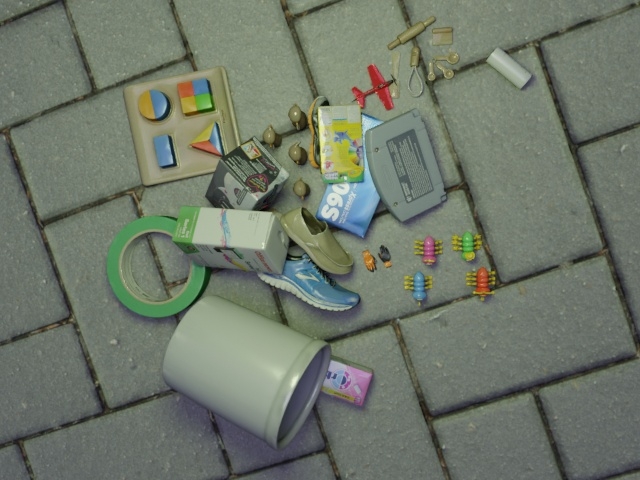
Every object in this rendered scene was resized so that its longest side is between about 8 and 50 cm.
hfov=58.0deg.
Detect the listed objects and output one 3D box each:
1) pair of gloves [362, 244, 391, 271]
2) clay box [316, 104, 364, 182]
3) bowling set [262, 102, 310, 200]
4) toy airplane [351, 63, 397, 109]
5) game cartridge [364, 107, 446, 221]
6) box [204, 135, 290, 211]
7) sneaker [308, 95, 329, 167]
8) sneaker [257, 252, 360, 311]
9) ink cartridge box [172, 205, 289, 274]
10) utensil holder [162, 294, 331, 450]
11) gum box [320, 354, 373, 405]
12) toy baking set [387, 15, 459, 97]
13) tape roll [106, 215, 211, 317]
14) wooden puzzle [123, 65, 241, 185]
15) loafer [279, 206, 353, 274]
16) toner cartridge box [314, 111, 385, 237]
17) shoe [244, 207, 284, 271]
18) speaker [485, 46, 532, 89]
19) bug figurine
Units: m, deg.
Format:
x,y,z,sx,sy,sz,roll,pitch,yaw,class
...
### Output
x,y,z,sx,sy,sz,roll,pitch,yaw,class
0.177,0.057,1.801,0.083,0.010,0.074,-19,91,6,pair of gloves
0.058,-0.280,1.690,0.127,0.053,0.222,-3,93,-5,clay box
-0.133,-0.256,1.743,0.200,0.154,0.287,-6,92,6,bowling set
0.160,-0.461,1.762,0.151,0.028,0.151,1,96,8,toy airplane
0.244,-0.215,1.697,0.196,0.060,0.294,-27,109,-15,game cartridge
-0.220,-0.157,1.695,0.163,0.247,0.142,48,61,2,box
0.017,-0.329,1.750,0.083,0.084,0.215,8,105,37,sneaker
-0.025,0.110,1.765,0.330,0.130,0.147,24,97,4,sneaker
-0.251,0.001,1.664,0.278,0.201,0.117,5,68,14,ink cartridge box
-0.209,0.366,1.672,0.385,0.327,0.327,23,95,17,utensil holder
0.059,0.429,1.805,0.188,0.062,0.107,18,94,5,gum box
0.299,-0.550,1.746,0.256,0.030,0.197,-27,90,7,toy baking set
-0.513,0.081,1.838,0.321,0.077,0.321,0,93,5,tape roll
-0.437,-0.359,1.805,0.348,0.080,0.322,-11,92,6,wooden puzzle
0.000,0.000,1.726,0.268,0.102,0.092,38,128,-10,loafer
0.124,-0.198,1.760,0.165,0.075,0.348,22,95,3,toner cartridge box
-0.177,0.007,1.800,0.058,0.076,0.219,29,93,9,shoe
0.558,-0.512,1.711,0.136,0.055,0.055,40,96,2,speaker
0.391,0.085,1.750,0.279,0.072,0.216,-5,92,6,bug figurine
